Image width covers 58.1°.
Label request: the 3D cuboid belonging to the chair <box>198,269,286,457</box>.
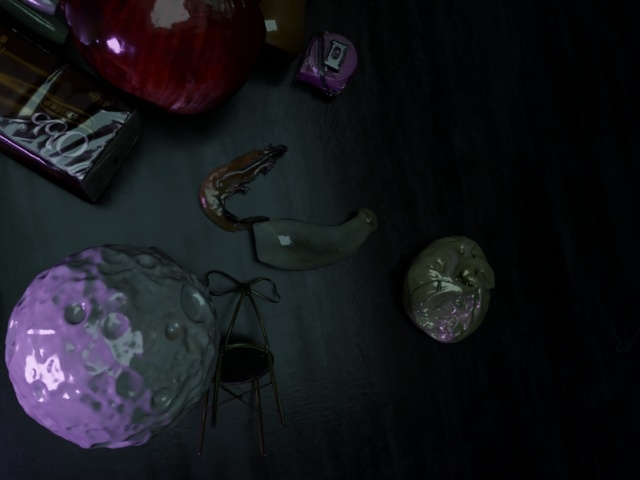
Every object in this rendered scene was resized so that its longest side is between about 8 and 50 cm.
[{"bbox_3d":[-0.158,0.236,1.120,0.160,0.170,0.325,7,45,-21],"label":"chair"}]

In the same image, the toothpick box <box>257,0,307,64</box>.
[{"bbox_3d":[-0.080,-0.520,1.158,0.192,0.192,0.294,13,89,-13],"label":"toothpick box"}]

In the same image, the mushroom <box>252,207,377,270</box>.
[{"bbox_3d":[0.000,0.000,1.197,0.270,0.103,0.117,-8,97,-25],"label":"mushroom"}]

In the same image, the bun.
[{"bbox_3d":[0.284,0.104,1.246,0.210,0.116,0.236,4,84,-15],"label":"bun"}]

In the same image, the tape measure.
[{"bbox_3d":[0.017,-0.376,1.227,0.118,0.074,0.125,17,85,-13],"label":"tape measure"}]

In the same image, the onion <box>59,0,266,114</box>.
[{"bbox_3d":[-0.286,-0.390,1.026,0.342,0.341,0.340,1,87,-14],"label":"onion"}]

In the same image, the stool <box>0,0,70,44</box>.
[{"bbox_3d":[-0.532,-0.493,1.041,0.199,0.195,0.195,26,80,-16],"label":"stool"}]

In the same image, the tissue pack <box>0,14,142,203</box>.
[{"bbox_3d":[-0.515,-0.243,1.025,0.370,0.210,0.198,32,74,-9],"label":"tissue pack"}]

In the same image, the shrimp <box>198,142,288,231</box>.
[{"bbox_3d":[-0.139,-0.108,1.187,0.219,0.046,0.152,-36,95,-9],"label":"shrimp"}]

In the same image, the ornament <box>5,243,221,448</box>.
[{"bbox_3d":[-0.343,0.169,0.948,0.338,0.337,0.336,1,87,-14],"label":"ornament"}]
